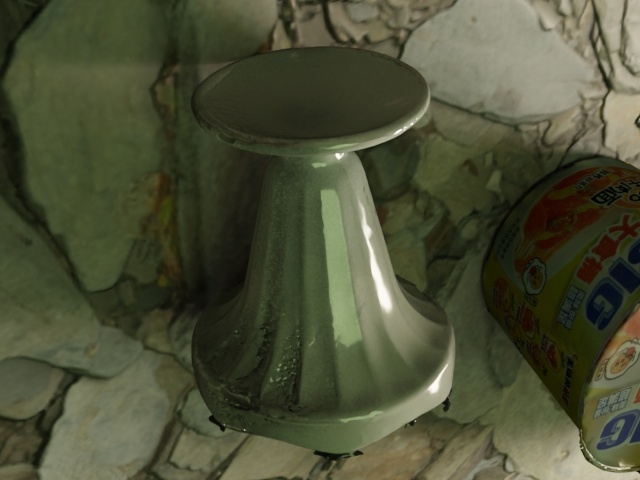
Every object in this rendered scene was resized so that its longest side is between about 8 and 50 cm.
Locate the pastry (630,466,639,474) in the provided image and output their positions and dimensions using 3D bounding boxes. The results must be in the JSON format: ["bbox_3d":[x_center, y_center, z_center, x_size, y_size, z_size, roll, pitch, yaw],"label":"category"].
[{"bbox_3d":[0.395,0.155,0.982,0.275,0.193,0.275,-21,164,-6],"label":"pastry"}]

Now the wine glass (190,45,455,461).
[{"bbox_3d":[0.000,0.000,0.681,0.165,0.165,0.196,-16,123,-24],"label":"wine glass"}]

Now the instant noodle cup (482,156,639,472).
[{"bbox_3d":[0.226,0.042,0.860,0.205,0.153,0.205,-17,130,-20],"label":"instant noodle cup"}]
